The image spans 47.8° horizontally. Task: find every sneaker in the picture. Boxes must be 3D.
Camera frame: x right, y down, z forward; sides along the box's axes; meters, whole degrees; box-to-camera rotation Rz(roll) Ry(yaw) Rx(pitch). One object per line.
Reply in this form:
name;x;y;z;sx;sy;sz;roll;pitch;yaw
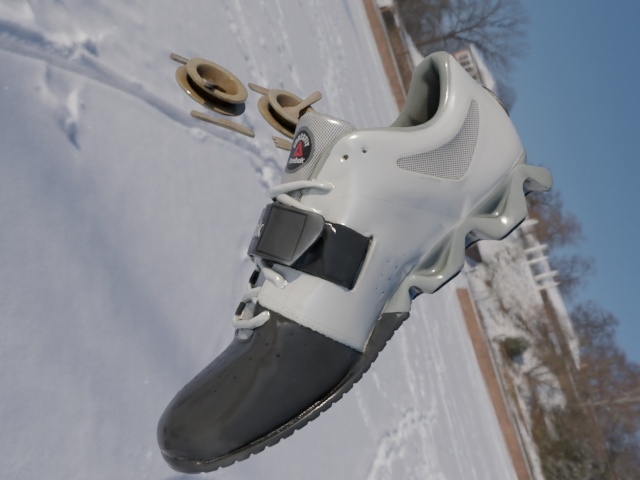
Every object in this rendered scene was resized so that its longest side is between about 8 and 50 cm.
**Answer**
sneaker;0.000;0.000;0.480;0.146;0.330;0.122;54;-21;-17

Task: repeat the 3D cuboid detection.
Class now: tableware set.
tableware set;-0.072;-0.164;0.826;0.194;0.039;0.128;14;36;-37
